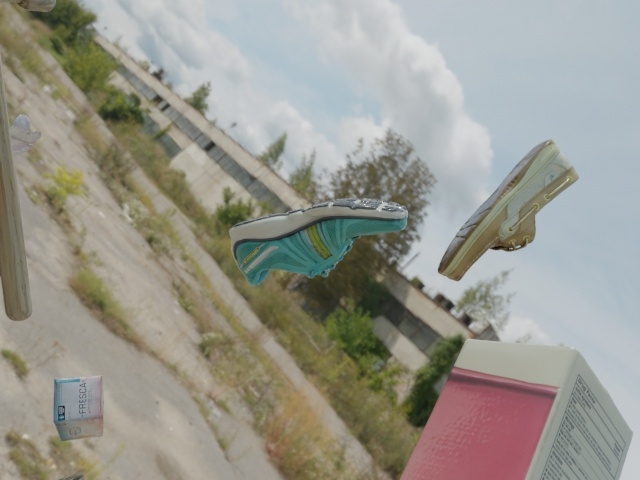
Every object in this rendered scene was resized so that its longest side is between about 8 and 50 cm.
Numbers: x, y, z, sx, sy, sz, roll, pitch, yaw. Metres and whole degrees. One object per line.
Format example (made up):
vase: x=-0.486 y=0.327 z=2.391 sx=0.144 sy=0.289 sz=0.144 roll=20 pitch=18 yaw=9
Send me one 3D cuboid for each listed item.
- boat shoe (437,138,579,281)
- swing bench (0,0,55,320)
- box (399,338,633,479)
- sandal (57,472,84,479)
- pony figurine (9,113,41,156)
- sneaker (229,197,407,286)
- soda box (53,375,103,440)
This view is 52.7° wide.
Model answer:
boat shoe: x=0.146 y=-0.016 z=0.494 sx=0.045 sy=0.135 sz=0.050 roll=42 pitch=-2 yaw=0
swing bench: x=-0.325 y=-0.058 z=0.390 sx=0.165 sy=0.254 sz=0.253 roll=28 pitch=26 yaw=31
box: x=0.175 y=0.229 z=0.601 sx=0.127 sy=0.232 sz=0.148 roll=-4 pitch=-46 yaw=49
sandal: x=-0.510 y=0.491 z=1.141 sx=0.219 sy=0.090 sz=0.060 roll=-26 pitch=96 yaw=-56
pony figurine: x=-0.630 y=-0.170 z=0.918 sx=0.303 sy=0.351 sz=0.363 roll=-13 pitch=85 yaw=-55
sneaker: x=0.000 y=0.000 z=0.953 sx=0.107 sy=0.275 sz=0.109 roll=-24 pitch=101 yaw=-69
soda box: x=-0.336 y=0.237 z=0.903 sx=0.183 sy=0.063 sz=0.058 roll=127 pitch=-42 yaw=-60
